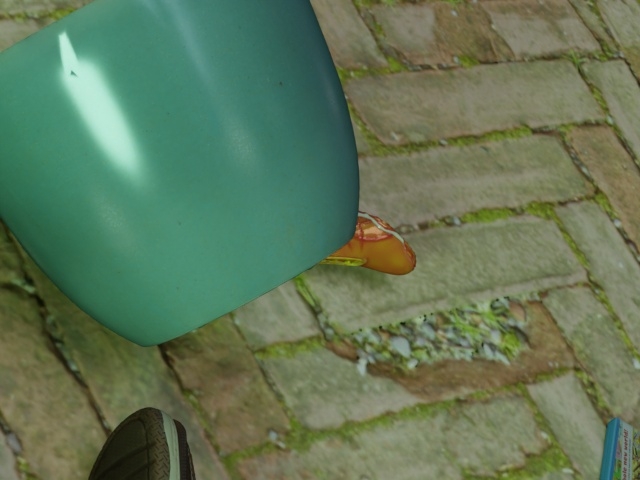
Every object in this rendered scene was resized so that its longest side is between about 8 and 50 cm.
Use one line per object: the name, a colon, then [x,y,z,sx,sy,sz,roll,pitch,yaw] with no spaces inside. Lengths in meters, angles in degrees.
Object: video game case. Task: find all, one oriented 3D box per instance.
video game case: [0.319,0.244,1.683,0.166,0.015,0.119,32,45,-15]

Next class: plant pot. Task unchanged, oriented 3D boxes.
plant pot: [-0.107,-0.063,1.397,0.293,0.293,0.235,-33,97,-47]

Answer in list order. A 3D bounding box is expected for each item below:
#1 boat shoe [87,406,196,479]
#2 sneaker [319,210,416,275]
boat shoe: [-0.113,0.244,1.297,0.095,0.095,0.257,31,48,-36]
sneaker: [0.000,0.000,1.597,0.175,0.064,0.067,21,67,-18]
